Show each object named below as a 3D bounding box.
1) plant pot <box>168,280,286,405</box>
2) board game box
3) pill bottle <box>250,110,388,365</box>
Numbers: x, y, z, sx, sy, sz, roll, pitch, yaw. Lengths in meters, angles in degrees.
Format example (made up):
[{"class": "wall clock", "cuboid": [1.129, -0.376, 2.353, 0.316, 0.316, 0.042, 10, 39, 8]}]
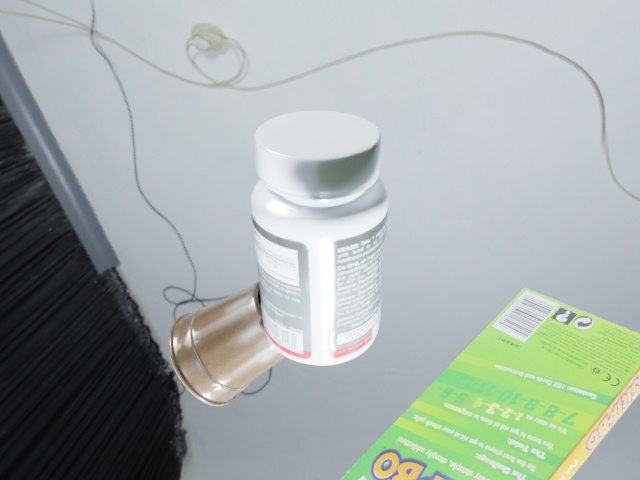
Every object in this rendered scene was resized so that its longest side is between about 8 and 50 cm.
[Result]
[{"class": "plant pot", "cuboid": [-0.127, 0.156, 0.808, 0.165, 0.167, 0.167, -33, 107, 18]}, {"class": "board game box", "cuboid": [0.136, 0.151, 0.395, 0.259, 0.124, 0.039, -38, 121, -16]}, {"class": "pill bottle", "cuboid": [0.000, 0.000, 0.605, 0.161, 0.161, 0.283, 6, 125, 10]}]
